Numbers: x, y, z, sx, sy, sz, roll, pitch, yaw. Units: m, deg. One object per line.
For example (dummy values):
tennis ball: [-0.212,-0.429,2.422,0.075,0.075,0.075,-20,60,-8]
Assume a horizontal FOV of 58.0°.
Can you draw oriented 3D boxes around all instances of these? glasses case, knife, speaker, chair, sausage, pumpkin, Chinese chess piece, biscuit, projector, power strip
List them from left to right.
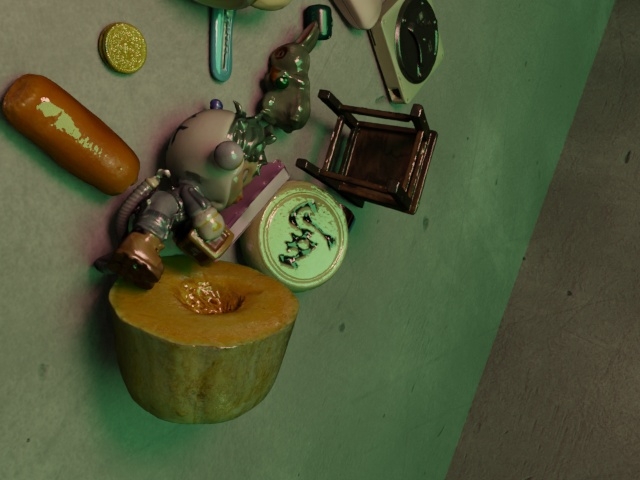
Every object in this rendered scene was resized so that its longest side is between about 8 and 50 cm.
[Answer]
sausage: [-0.377,-0.155,0.903,0.238,0.098,0.098,47,63,-46]
biscuit: [-0.329,-0.322,0.966,0.084,0.023,0.084,-20,116,-48]
pumpkin: [-0.217,0.178,1.038,0.332,0.332,0.199,-8,118,-50]
knife: [-0.182,-0.421,1.116,0.064,0.031,0.222,-5,104,-49]
power strip: [-0.174,-0.065,1.169,0.279,0.109,0.037,-52,135,-29]
Chinese chess piece: [-0.056,-0.009,1.281,0.250,0.101,0.250,-1,92,-30]
speaker: [-0.003,-0.495,1.314,0.094,0.060,0.075,-76,166,-73]
glasses case: [0.058,-0.614,1.327,0.297,0.075,0.113,43,66,-49]
chair: [0.151,-0.177,1.368,0.416,0.240,0.203,22,83,-65]
projector: [0.250,-0.550,1.586,0.259,0.079,0.257,-53,136,-30]

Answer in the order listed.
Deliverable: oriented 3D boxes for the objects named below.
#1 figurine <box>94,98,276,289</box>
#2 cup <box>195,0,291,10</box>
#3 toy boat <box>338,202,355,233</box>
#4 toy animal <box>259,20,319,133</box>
figurine: [-0.214,-0.087,1.021,0.186,0.261,0.382,41,57,-25]
cup: [-0.155,-0.519,1.030,0.255,0.173,0.202,11,90,-72]
toy boat: [0.000,0.000,1.437,0.223,0.100,0.097,-49,171,-24]
toy animal: [-0.066,-0.352,1.243,0.138,0.108,0.236,71,25,-74]
